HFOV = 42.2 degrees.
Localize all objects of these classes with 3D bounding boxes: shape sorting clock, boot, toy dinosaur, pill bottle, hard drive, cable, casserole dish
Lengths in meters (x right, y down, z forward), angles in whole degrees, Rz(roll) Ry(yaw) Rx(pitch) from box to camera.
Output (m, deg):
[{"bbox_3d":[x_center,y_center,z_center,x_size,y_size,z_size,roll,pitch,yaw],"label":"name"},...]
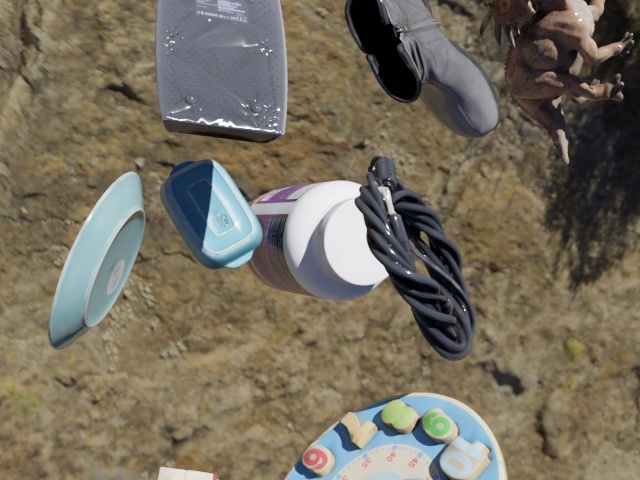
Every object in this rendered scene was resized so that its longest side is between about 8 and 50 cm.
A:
[{"bbox_3d":[0.039,0.197,0.609,0.206,0.206,0.040,-44,124,-11],"label":"shape sorting clock"},{"bbox_3d":[0.155,-0.258,1.291,0.118,0.222,0.338,-32,109,31],"label":"boot"},{"bbox_3d":[0.296,-0.255,1.113,0.201,0.127,0.295,0,122,-1],"label":"toy dinosaur"},{"bbox_3d":[0.000,0.000,1.304,0.182,0.323,0.181,-1,92,-23],"label":"pill bottle"},{"bbox_3d":[-0.132,-0.243,1.084,0.172,0.054,0.254,5,63,-18],"label":"hard drive"},{"bbox_3d":[0.087,0.024,0.668,0.047,0.150,0.184,-26,117,13],"label":"cable"},{"bbox_3d":[-0.166,-0.045,1.259,0.114,0.037,0.188,-30,81,-15],"label":"casserole dish"}]

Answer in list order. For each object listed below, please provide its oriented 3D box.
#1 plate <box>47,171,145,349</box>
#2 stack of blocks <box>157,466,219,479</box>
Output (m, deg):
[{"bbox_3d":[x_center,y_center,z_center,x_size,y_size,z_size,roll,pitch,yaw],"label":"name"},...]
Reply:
[{"bbox_3d":[-0.209,0.023,0.811,0.024,0.188,0.188,22,97,1],"label":"plate"},{"bbox_3d":[-0.218,0.518,1.275,0.171,0.087,0.297,83,14,-63],"label":"stack of blocks"}]
